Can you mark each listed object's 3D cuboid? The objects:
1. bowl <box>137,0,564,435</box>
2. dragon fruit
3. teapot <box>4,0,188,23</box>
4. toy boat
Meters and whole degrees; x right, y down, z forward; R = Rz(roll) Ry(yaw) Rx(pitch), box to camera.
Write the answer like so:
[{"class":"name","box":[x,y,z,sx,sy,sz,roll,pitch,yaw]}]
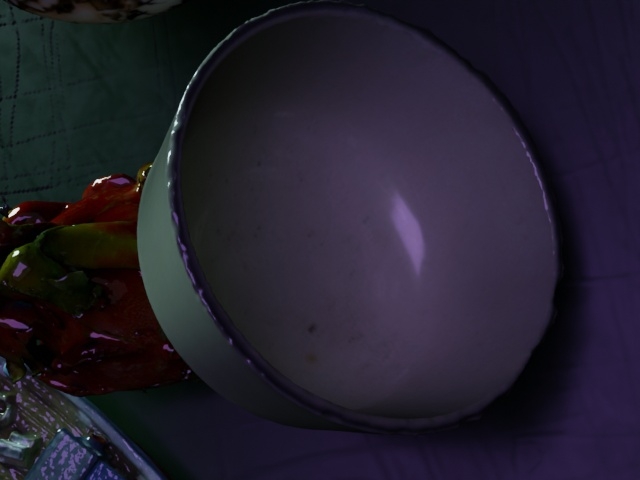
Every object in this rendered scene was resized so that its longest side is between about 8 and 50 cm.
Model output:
[{"class":"bowl","box":[0.000,0.000,0.781,0.112,0.211,0.211,-27,68,55]},{"class":"dragon fruit","box":[-0.113,0.023,0.832,0.138,0.175,0.142,35,100,40]},{"class":"teapot","box":[-0.126,-0.221,0.880,0.300,0.166,0.208,14,92,27]},{"class":"toy boat","box":[-0.149,0.109,0.867,0.173,0.059,0.069,37,93,21]}]
